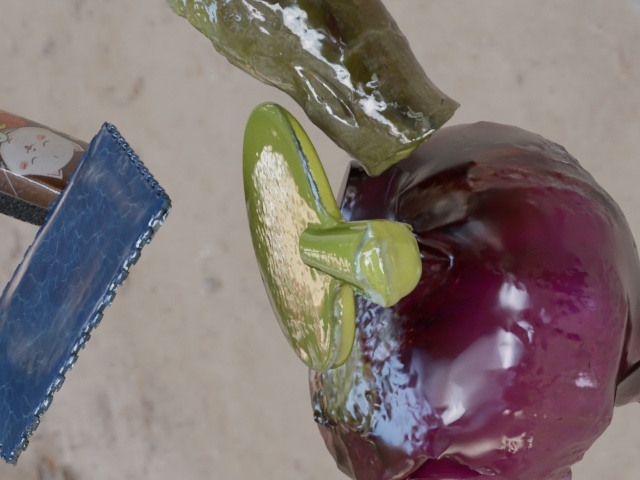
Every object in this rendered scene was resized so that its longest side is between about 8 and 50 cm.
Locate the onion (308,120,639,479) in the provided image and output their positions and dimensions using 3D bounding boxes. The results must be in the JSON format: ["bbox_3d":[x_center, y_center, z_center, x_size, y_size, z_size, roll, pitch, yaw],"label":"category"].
[{"bbox_3d":[0.205,0.078,1.856,0.398,0.420,0.398,-176,90,-74],"label":"onion"}]

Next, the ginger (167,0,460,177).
[{"bbox_3d":[-0.007,-0.163,1.525,0.263,0.116,0.109,43,151,9],"label":"ginger"}]

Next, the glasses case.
[{"bbox_3d":[-0.344,-0.085,2.171,0.122,0.321,0.082,-59,-12,-61],"label":"glasses case"}]

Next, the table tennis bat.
[{"bbox_3d":[0.000,0.000,1.507,0.369,0.054,0.224,-169,66,-74],"label":"table tennis bat"}]

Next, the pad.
[{"bbox_3d":[-0.226,0.038,1.688,0.269,0.012,0.270,-59,25,5],"label":"pad"}]
